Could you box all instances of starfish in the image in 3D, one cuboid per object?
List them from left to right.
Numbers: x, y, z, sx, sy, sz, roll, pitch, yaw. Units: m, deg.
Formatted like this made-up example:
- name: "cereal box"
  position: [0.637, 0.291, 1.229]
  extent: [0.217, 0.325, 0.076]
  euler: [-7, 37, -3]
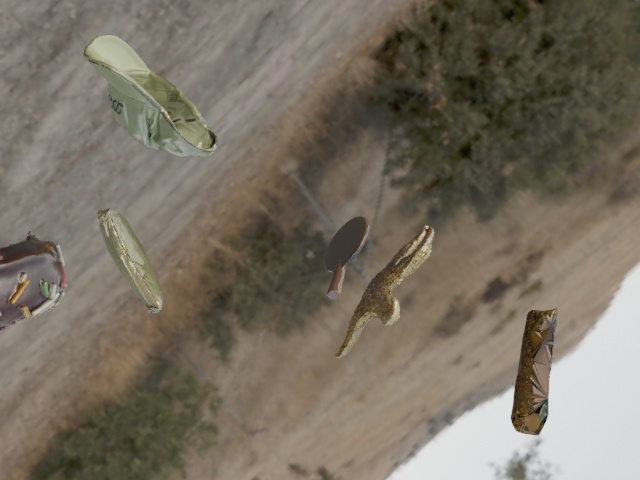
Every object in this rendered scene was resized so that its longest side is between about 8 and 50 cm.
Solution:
- name: "starfish"
  position: [0.115, 0.102, 2.001]
  extent: [0.302, 0.060, 0.299]
  euler: [-51, -170, 34]

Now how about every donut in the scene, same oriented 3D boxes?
- name: "donut"
  position: [-0.442, 0.080, 1.288]
  extent: [0.270, 0.103, 0.270]
  euler: [-26, -178, 1]

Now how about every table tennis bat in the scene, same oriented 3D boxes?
- name: "table tennis bat"
  position: [0.000, 0.000, 1.699]
  extent: [0.107, 0.119, 0.169]
  euler: [-34, -150, 41]

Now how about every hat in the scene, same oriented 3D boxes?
- name: "hat"
  position: [-0.201, -0.154, 1.156]
  extent: [0.081, 0.166, 0.122]
  euler: [-40, -141, 11]

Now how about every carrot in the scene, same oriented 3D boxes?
- name: "carrot"
  position: [0.382, 0.231, 1.830]
  extent: [0.069, 0.069, 0.228]
  euler: [-4, 101, -84]

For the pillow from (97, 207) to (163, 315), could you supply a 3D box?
- name: "pillow"
  position: [-0.325, 0.031, 1.755]
  extent: [0.053, 0.208, 0.119]
  euler: [-28, -178, -5]
